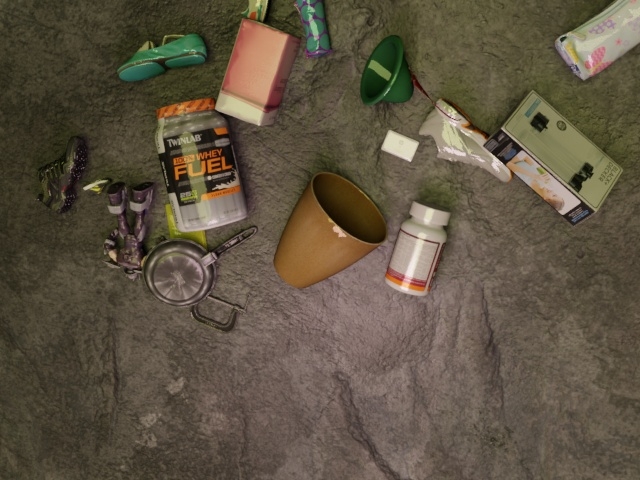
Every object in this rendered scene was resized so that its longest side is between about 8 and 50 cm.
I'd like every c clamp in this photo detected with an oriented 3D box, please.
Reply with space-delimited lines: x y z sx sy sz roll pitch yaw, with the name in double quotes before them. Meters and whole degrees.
"c clamp" -0.280 0.186 2.054 0.160 0.022 0.137 15 108 6

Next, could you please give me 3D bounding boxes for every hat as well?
"hat" 0.217 -0.372 1.819 0.183 0.209 0.173 19 151 -26

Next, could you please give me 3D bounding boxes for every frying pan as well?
"frying pan" -0.317 0.083 2.001 0.326 0.053 0.197 -8 108 -1

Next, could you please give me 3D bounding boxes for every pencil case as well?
"pencil case" 0.671 -0.486 1.692 0.273 0.113 0.124 -34 115 14
"pencil case" -0.018 -0.532 1.844 0.070 0.064 0.152 -13 97 -3

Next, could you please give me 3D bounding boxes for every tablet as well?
"tablet" 0.201 -0.240 1.886 0.083 0.006 0.054 24 104 5

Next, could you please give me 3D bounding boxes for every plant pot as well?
"plant pot" 0.000 0.000 1.873 0.237 0.237 0.254 43 119 1

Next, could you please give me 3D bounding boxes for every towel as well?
"towel" -0.361 0.013 2.035 0.102 0.021 0.237 -6 99 11

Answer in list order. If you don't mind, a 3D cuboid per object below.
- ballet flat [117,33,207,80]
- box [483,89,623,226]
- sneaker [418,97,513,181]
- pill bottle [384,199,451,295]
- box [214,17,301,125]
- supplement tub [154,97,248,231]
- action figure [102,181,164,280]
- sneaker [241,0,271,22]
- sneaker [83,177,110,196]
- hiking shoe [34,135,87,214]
"ballet flat" -0.411 -0.481 1.932 0.247 0.083 0.087 -11 74 13
"box" 0.545 -0.193 1.741 0.290 0.169 0.087 43 150 1
"sneaker" 0.355 -0.223 1.823 0.262 0.099 0.121 45 113 8
"pill bottle" 0.247 0.017 1.865 0.121 0.121 0.221 18 102 7
"box" -0.153 -0.415 1.848 0.126 0.148 0.232 21 104 6
"supplement tub" -0.308 -0.192 1.898 0.193 0.193 0.316 -11 98 13
"action figure" -0.507 -0.015 2.022 0.185 0.099 0.285 6 115 3
"sneaker" -0.157 -0.630 1.856 0.075 0.057 0.161 12 105 3
"sneaker" -0.611 -0.147 2.052 0.083 0.031 0.035 -18 110 18
"hiking shoe" -0.718 -0.188 2.033 0.114 0.086 0.227 23 105 3
